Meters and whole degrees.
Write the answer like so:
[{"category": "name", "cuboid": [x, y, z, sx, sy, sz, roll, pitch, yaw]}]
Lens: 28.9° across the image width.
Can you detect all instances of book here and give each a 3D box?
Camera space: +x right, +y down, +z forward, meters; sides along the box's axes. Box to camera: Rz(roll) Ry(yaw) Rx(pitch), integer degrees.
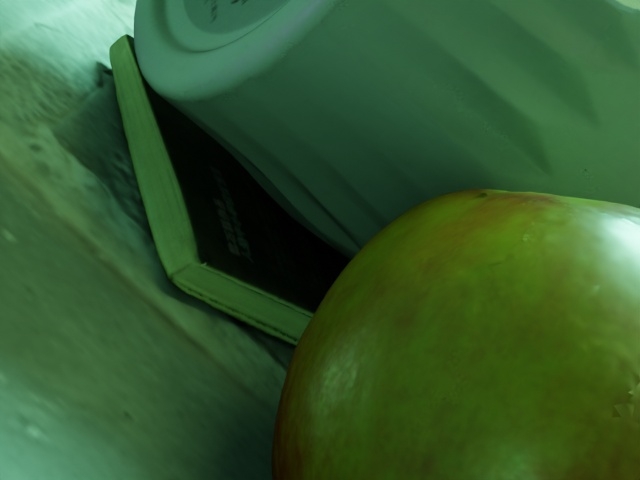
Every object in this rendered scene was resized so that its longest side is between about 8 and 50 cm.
[{"category": "book", "cuboid": [0.000, 0.000, 0.609, 0.228, 0.024, 0.160, 28, 28, -40]}]

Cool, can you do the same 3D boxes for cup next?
[{"category": "cup", "cuboid": [0.120, -0.066, 0.577, 0.371, 0.253, 0.253, 30, 28, -34]}]

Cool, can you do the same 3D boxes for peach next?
[{"category": "peach", "cuboid": [0.073, 0.086, 0.407, 0.197, 0.197, 0.197, 39, 23, -21]}]
